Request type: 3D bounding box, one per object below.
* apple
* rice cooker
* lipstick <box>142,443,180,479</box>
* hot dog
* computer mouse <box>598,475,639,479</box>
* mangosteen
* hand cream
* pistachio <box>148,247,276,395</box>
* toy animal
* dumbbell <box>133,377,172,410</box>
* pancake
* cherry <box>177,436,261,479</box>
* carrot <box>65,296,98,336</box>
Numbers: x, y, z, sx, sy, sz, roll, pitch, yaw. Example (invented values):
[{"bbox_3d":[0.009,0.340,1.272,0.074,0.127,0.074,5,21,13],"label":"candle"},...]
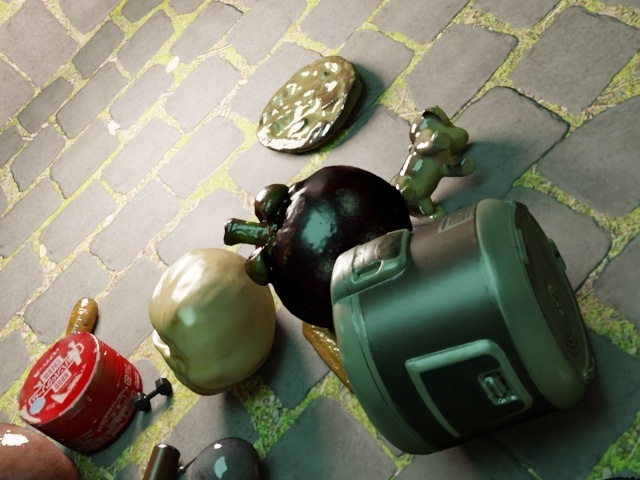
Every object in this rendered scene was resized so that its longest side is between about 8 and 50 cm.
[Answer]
[{"bbox_3d":[-0.589,0.481,1.765,0.306,0.305,0.235,9,57,46],"label":"apple"},{"bbox_3d":[0.187,0.128,1.323,0.325,0.335,0.335,-24,44,23],"label":"rice cooker"},{"bbox_3d":[-0.326,0.537,1.647,0.057,0.057,0.356,-11,52,36],"label":"lipstick"},{"bbox_3d":[0.034,0.194,1.628,0.216,0.047,0.066,41,124,52],"label":"hot dog"},{"bbox_3d":[0.365,0.390,1.135,0.122,0.073,0.217,3,53,41],"label":"computer mouse"},{"bbox_3d":[0.019,0.000,1.611,0.297,0.293,0.297,-41,15,13],"label":"mangosteen"},{"bbox_3d":[-0.494,0.317,1.922,0.230,0.149,0.230,-26,40,24],"label":"hand cream"},{"bbox_3d":[-0.205,0.147,1.755,0.238,0.229,0.321,2,39,-8],"label":"pistachio"},{"bbox_3d":[0.204,-0.139,1.717,0.233,0.121,0.169,-64,24,-7],"label":"toy animal"},{"bbox_3d":[-0.339,0.311,1.872,0.083,0.036,0.040,-36,40,13],"label":"dumbbell"},{"bbox_3d":[-0.020,-0.311,2.118,0.295,0.049,0.294,-28,41,27],"label":"pancake"},{"bbox_3d":[-0.178,0.423,1.585,0.188,0.115,0.148,-38,73,22],"label":"cherry"},{"bbox_3d":[-0.561,0.216,2.143,0.060,0.060,0.186,-14,50,34],"label":"carrot"}]
